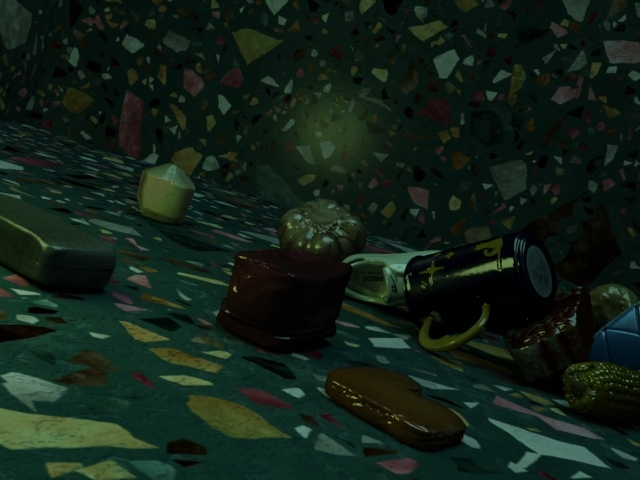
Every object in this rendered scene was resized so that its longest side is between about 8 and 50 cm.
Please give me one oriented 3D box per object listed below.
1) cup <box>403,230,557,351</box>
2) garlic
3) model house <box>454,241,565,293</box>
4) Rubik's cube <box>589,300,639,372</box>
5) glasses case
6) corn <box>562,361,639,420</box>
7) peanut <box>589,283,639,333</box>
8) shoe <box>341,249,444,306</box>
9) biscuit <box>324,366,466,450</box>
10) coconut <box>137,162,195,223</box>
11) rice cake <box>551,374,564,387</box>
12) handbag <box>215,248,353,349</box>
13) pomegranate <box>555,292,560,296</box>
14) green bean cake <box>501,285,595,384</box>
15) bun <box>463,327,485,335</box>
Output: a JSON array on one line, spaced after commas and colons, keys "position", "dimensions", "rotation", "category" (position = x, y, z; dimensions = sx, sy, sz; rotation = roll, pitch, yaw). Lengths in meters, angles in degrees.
[{"position": [0.312, 0.122, 1.488], "dimensions": [0.256, 0.255, 0.178], "rotation": [-18, -38, 39], "category": "cup"}, {"position": [0.000, 0.000, 1.989], "dimensions": [0.245, 0.160, 0.245], "rotation": [6, 33, -4], "category": "garlic"}, {"position": [0.487, 0.142, 1.921], "dimensions": [0.271, 0.190, 0.301], "rotation": [12, 11, -31], "category": "model house"}, {"position": [0.625, 0.262, 1.517], "dimensions": [0.254, 0.254, 0.254], "rotation": [17, 6, -2], "category": "Rubik's cube"}, {"position": [-0.457, -0.005, 1.188], "dimensions": [0.323, 0.074, 0.131], "rotation": [22, 7, 36], "category": "glasses case"}, {"position": [0.519, 0.267, 1.326], "dimensions": [0.262, 0.097, 0.097], "rotation": [15, 6, -29], "category": "corn"}, {"position": [0.642, 0.188, 1.756], "dimensions": [0.159, 0.143, 0.291], "rotation": [30, -16, 24], "category": "peanut"}, {"position": [0.206, 0.092, 1.705], "dimensions": [0.363, 0.131, 0.160], "rotation": [4, 7, 12], "category": "shoe"}, {"position": [0.109, 0.210, 1.000], "dimensions": [0.192, 0.036, 0.186], "rotation": [23, 7, 39], "category": "biscuit"}, {"position": [-0.409, -0.130, 2.029], "dimensions": [0.147, 0.152, 0.147], "rotation": [18, 9, -3], "category": "coconut"}, {"position": [0.465, 0.272, 1.465], "dimensions": [0.022, 0.021, 0.121], "rotation": [11, 5, -7], "category": "rice cake"}, {"position": [-0.053, 0.088, 1.200], "dimensions": [0.146, 0.135, 0.225], "rotation": [21, 12, 25], "category": "handbag"}, {"position": [0.504, 0.202, 1.649], "dimensions": [0.159, 0.159, 0.205], "rotation": [14, 36, -21], "category": "pomegranate"}, {"position": [0.453, 0.178, 1.471], "dimensions": [0.198, 0.097, 0.233], "rotation": [-26, 2, 12], "category": "green bean cake"}, {"position": [0.336, 0.182, 1.735], "dimensions": [0.086, 0.055, 0.086], "rotation": [16, 4, -1], "category": "bun"}]
